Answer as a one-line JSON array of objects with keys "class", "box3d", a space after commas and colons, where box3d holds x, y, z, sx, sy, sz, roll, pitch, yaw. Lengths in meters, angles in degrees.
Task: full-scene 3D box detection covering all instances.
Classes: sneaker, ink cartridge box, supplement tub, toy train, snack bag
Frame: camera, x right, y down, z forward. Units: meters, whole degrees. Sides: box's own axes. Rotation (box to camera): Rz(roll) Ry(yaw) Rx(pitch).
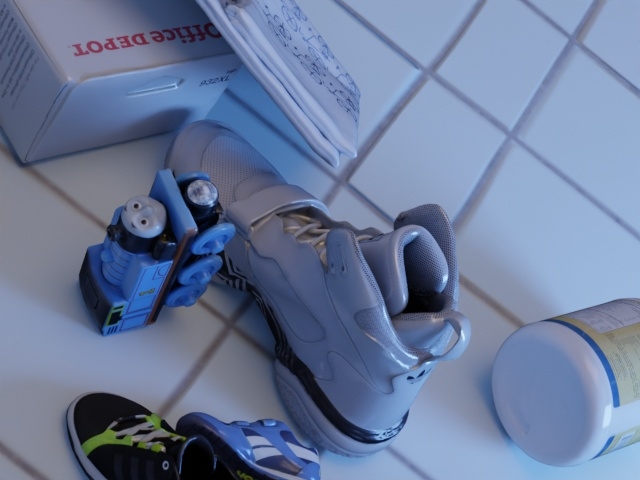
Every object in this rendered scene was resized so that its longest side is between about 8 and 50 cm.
[{"class": "sneaker", "box3d": [-0.061, 0.181, 1.200, 0.144, 0.053, 0.059, 32, 46, -20]}, {"class": "sneaker", "box3d": [-0.111, 0.178, 1.103, 0.235, 0.097, 0.084, 39, 40, 29]}, {"class": "sneaker", "box3d": [0.000, 0.000, 1.264, 0.137, 0.210, 0.365, -16, 67, -40]}, {"class": "ink cartridge box", "box3d": [-0.248, -0.246, 1.349, 0.223, 0.129, 0.307, -18, 67, -42]}, {"class": "supplement tub", "box3d": [0.286, 0.137, 1.392, 0.200, 0.144, 0.144, -11, 63, -38]}, {"class": "toy train", "box3d": [-0.142, 0.010, 1.189, 0.105, 0.184, 0.080, -17, 68, -28]}, {"class": "snack bag", "box3d": [-0.073, -0.240, 1.369, 0.342, 0.037, 0.323, 50, 13, -10]}]
